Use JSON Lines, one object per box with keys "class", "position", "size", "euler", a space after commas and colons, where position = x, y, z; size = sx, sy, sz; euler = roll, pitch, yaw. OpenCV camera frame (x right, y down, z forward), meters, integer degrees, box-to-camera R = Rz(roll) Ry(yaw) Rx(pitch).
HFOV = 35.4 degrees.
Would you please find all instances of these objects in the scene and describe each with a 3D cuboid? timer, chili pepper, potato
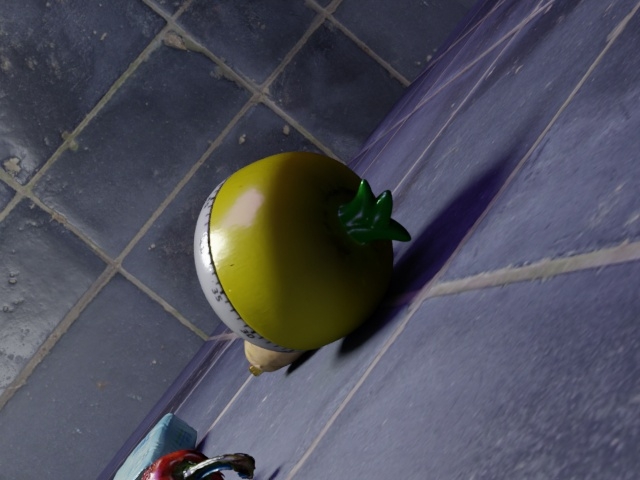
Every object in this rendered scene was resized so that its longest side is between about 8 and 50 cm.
{"class": "timer", "position": [0.000, 0.000, 1.291], "size": [0.285, 0.285, 0.285], "euler": [-50, 5, 6]}
{"class": "chili pepper", "position": [-0.208, 0.360, 1.265], "size": [0.387, 0.110, 0.110], "euler": [-52, 4, 32]}
{"class": "potato", "position": [-0.035, 0.107, 1.527], "size": [0.235, 0.128, 0.161], "euler": [-54, -11, 6]}

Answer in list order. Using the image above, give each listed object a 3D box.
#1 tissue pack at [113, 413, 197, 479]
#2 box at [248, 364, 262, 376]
{"class": "tissue pack", "position": [-0.301, 0.421, 1.733], "size": [0.177, 0.089, 0.263], "euler": [-51, 8, 6]}
{"class": "box", "position": [-0.075, 0.181, 1.823], "size": [0.133, 0.023, 0.090], "euler": [-54, 9, -32]}
